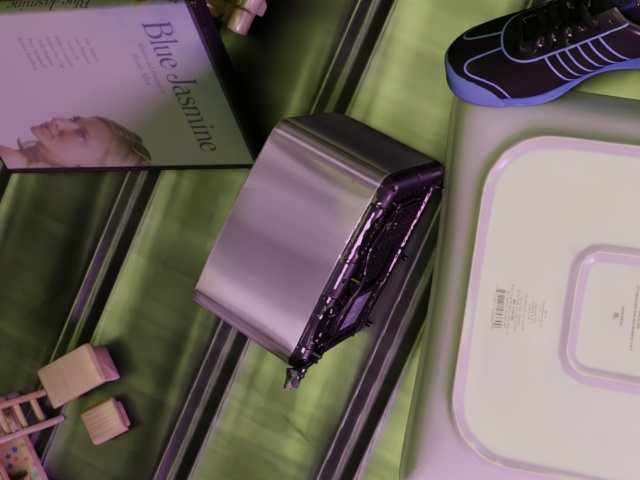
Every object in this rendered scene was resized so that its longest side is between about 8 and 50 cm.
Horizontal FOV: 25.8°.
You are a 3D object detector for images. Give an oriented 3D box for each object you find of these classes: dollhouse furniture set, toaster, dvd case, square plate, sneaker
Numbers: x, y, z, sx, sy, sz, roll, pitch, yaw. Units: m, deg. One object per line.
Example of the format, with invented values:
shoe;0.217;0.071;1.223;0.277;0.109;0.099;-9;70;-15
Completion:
dollhouse furniture set;-0.227;0.204;1.193;0.161;0.101;0.182;-29;82;16
toaster;0.000;0.000;1.073;0.110;0.185;0.168;30;106;13
dvd case;-0.184;-0.124;1.147;0.253;0.180;0.022;0;48;21
square plate;0.243;0.063;1.072;0.344;0.049;0.347;9;93;17
sneaker;0.200;-0.164;1.051;0.232;0.090;0.081;-10;63;14

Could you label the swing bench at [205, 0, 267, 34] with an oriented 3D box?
swing bench;-0.118;-0.333;1.115;0.254;0.165;0.253;25;97;-11
